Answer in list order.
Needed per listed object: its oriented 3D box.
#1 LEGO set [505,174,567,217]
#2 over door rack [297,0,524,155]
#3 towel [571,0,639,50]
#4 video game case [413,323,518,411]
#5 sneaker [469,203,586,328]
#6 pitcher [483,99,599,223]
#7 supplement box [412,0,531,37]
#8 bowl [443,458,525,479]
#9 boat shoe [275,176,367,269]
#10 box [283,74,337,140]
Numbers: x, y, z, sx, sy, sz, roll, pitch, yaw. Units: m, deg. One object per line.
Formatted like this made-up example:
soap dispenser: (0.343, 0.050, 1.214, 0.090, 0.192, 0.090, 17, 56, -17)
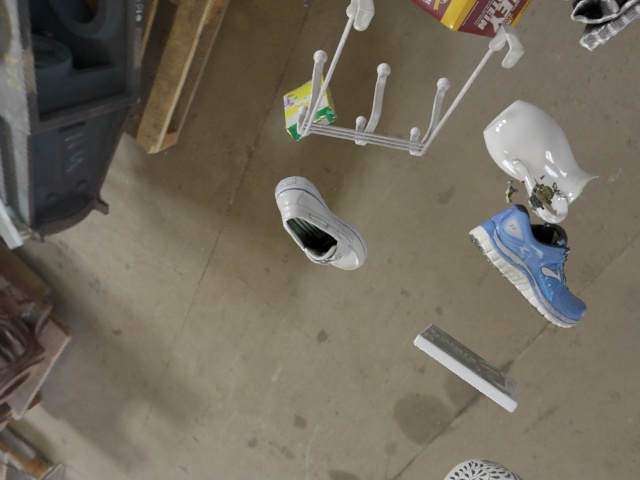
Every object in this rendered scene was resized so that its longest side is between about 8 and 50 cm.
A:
LEGO set: (0.279, -0.061, 0.725, 0.083, 0.023, 0.054, 23, 85, -8)
over door rack: (0.116, -0.254, 0.855, 0.240, 0.108, 0.324, 7, 160, -15)
towel: (0.471, -0.362, 0.737, 0.235, 0.284, 0.121, -9, 109, 42)
video game case: (0.263, 0.219, 0.986, 0.191, 0.173, 0.022, 34, 98, 17)
sneaker: (0.448, 0.052, 1.098, 0.147, 0.129, 0.330, -43, 118, 13)
pitcher: (0.389, -0.141, 1.004, 0.207, 0.178, 0.125, 46, 140, -2)
supplement box: (0.199, -0.406, 0.802, 0.194, 0.191, 0.129, 47, 127, 22)
bowl: (0.244, 0.378, 0.734, 0.170, 0.170, 0.080, 43, 148, 1)
boat shoe: (0.000, 0.000, 0.817, 0.083, 0.075, 0.226, -20, 141, 26)
box: (-0.026, -0.295, 1.202, 0.105, 0.179, 0.043, -25, 130, 15)
